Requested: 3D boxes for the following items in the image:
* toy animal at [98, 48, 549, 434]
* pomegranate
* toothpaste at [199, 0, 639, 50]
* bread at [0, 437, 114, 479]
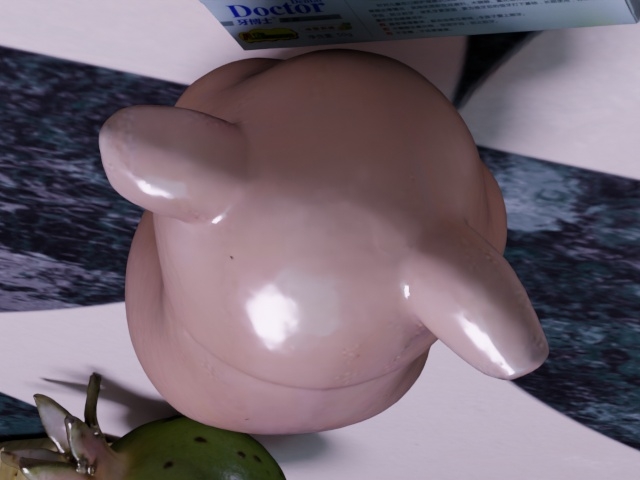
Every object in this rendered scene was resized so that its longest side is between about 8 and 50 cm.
[{"bbox_3d":[-0.011,0.004,0.748,0.166,0.154,0.250,7,166,-6],"label":"toy animal"},{"bbox_3d":[-0.127,0.197,1.313,0.224,0.181,0.181,38,148,-22],"label":"pomegranate"},{"bbox_3d":[0.037,-0.098,0.664,0.164,0.034,0.046,-1,157,24],"label":"toothpaste"},{"bbox_3d":[-0.225,0.230,1.509,0.236,0.106,0.140,-8,155,39],"label":"bread"}]
